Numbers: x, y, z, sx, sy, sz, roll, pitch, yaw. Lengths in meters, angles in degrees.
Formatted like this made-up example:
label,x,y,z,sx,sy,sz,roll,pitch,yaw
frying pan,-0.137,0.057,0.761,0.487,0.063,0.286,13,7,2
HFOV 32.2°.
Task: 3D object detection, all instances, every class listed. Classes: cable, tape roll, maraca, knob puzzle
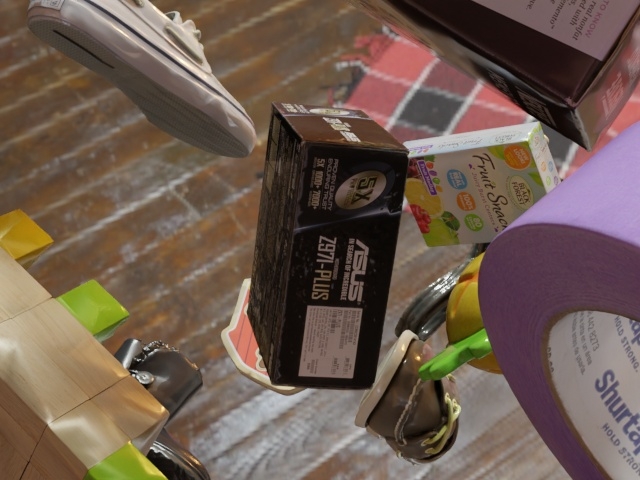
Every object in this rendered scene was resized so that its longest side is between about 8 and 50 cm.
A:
label,x,y,z,sx,sy,sz,roll,pitch,yaw
cable,0.186,0.004,1.302,0.287,0.139,0.072,-47,68,3
tape roll,0.197,0.078,0.493,0.090,0.275,0.275,-38,54,-16
maraca,0.143,0.056,0.832,0.099,0.127,0.185,54,38,4
knob puzzle,-0.026,0.097,1.274,0.213,0.030,0.213,-10,38,8

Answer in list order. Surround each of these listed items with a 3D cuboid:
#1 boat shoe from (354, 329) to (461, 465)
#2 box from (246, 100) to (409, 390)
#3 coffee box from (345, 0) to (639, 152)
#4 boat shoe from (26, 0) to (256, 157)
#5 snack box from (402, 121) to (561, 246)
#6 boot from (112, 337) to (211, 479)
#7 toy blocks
label,x,y,z,sx,sy,sz,roll,pitch,yaw
boat shoe,0.099,0.170,1.135,0.091,0.305,0.109,32,79,13
box,0.000,0.000,0.826,0.077,0.180,0.147,4,16,-13
coffee box,0.062,-0.186,0.651,0.297,0.168,0.119,35,96,16
boat shoe,-0.122,-0.145,0.868,0.083,0.226,0.076,4,68,40
snack box,0.144,-0.048,0.997,0.141,0.100,0.037,-5,33,37
boot,-0.208,0.233,1.466,0.246,0.094,0.207,23,36,16
toy blocks,-0.305,0.153,0.968,0.381,0.261,0.191,41,37,14
